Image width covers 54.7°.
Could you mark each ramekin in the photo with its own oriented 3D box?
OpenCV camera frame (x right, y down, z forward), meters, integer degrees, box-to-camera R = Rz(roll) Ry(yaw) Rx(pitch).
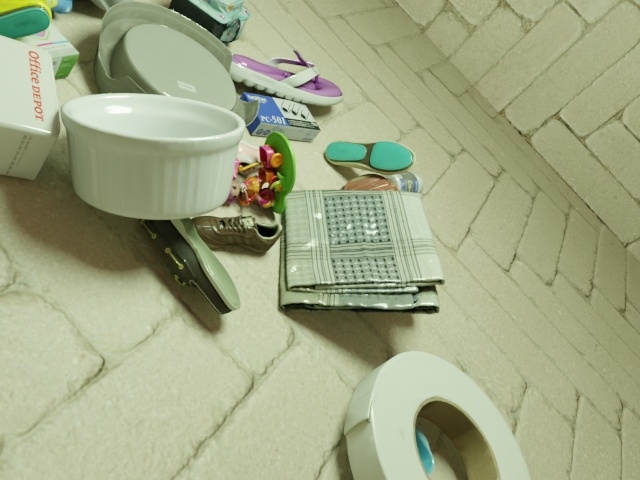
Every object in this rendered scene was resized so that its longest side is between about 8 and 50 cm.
[{"bbox_3d":[-0.265,-0.138,0.989,0.277,0.135,0.277,8,23,-4],"label":"ramekin"}]

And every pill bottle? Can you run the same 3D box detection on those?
[{"bbox_3d":[0.214,-0.145,1.650,0.137,0.078,0.078,-10,62,-50],"label":"pill bottle"}]

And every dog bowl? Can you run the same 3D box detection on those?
[{"bbox_3d":[-0.297,-0.327,1.268,0.349,0.102,0.349,27,39,-25],"label":"dog bowl"}]

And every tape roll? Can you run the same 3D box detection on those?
[{"bbox_3d":[0.211,0.377,1.058,0.392,0.072,0.392,28,39,-25],"label":"tape roll"}]

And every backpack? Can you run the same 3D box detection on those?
[{"bbox_3d":[-0.262,-0.559,1.505,0.166,0.144,0.188,33,25,4],"label":"backpack"}]

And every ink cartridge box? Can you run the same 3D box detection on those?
[{"bbox_3d":[-0.100,-0.295,1.496,0.207,0.046,0.097,-3,56,-48],"label":"ink cartridge box"},{"bbox_3d":[-0.536,-0.214,0.885,0.273,0.115,0.198,10,49,-41],"label":"ink cartridge box"},{"bbox_3d":[-0.543,-0.374,1.087,0.209,0.062,0.109,47,35,2],"label":"ink cartridge box"}]

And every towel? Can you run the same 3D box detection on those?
[{"bbox_3d":[0.075,0.008,1.235,0.312,0.056,0.324,2,48,-5],"label":"towel"}]

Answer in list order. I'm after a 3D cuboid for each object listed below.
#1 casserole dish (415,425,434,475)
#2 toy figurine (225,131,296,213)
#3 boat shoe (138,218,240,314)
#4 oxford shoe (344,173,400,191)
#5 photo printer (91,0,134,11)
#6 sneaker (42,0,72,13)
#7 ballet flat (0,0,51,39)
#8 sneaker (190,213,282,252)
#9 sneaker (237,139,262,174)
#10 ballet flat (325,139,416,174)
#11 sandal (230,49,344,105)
[{"bbox_3d":[0.124,0.377,1.060,0.188,0.037,0.114,-16,68,-52],"label":"casserole dish"},{"bbox_3d":[-0.149,-0.120,1.214,0.159,0.173,0.130,-13,35,-30],"label":"toy figurine"},{"bbox_3d":[-0.216,0.034,1.022,0.228,0.068,0.081,55,6,10],"label":"boat shoe"},{"bbox_3d":[0.146,-0.005,1.426,0.397,0.140,0.146,-107,179,-47],"label":"oxford shoe"},{"bbox_3d":[-0.492,-0.595,1.216,0.256,0.107,0.307,45,-4,2],"label":"photo printer"},{"bbox_3d":[-0.567,-0.529,1.221,0.240,0.091,0.126,60,18,19],"label":"sneaker"},{"bbox_3d":[-0.551,-0.346,0.989,0.231,0.077,0.077,-24,62,-22],"label":"ballet flat"},{"bbox_3d":[-0.155,-0.025,1.139,0.188,0.071,0.066,9,49,-42],"label":"sneaker"},{"bbox_3d":[-0.138,-0.166,1.324,0.134,0.051,0.070,14,52,-39],"label":"sneaker"},{"bbox_3d":[0.131,-0.204,1.532,0.248,0.086,0.086,15,21,30],"label":"ballet flat"},{"bbox_3d":[-0.076,-0.427,1.569,0.416,0.102,0.169,-3,38,-47],"label":"sandal"}]
